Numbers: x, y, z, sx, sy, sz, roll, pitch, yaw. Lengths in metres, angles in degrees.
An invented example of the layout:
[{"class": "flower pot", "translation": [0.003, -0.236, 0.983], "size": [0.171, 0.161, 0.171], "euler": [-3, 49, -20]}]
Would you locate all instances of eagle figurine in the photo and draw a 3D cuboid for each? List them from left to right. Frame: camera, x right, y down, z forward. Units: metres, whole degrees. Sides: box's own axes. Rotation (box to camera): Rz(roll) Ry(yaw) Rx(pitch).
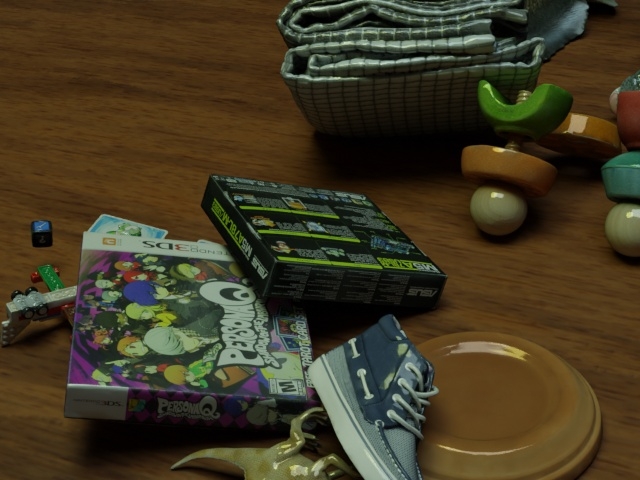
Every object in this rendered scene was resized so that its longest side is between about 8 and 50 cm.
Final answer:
[{"class": "eagle figurine", "translation": [0.292, -0.371, 1.623], "size": [0.298, 0.225, 0.226], "euler": [-41, -5, -3]}]

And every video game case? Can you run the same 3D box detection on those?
[{"class": "video game case", "translation": [-0.116, 0.077, 1.006], "size": [0.210, 0.041, 0.232], "euler": [6, 32, -11]}]

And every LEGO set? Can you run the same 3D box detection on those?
[{"class": "LEGO set", "translation": [-0.198, 0.050, 1.118], "size": [0.244, 0.060, 0.182], "euler": [15, 35, 8]}]

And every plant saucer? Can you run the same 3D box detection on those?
[{"class": "plant saucer", "translation": [0.133, 0.136, 0.933], "size": [0.200, 0.037, 0.200], "euler": [-3, 33, 2]}]

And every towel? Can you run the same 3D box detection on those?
[{"class": "towel", "translation": [0.106, -0.209, 1.288], "size": [0.284, 0.121, 0.235], "euler": [-4, -11, 6]}]

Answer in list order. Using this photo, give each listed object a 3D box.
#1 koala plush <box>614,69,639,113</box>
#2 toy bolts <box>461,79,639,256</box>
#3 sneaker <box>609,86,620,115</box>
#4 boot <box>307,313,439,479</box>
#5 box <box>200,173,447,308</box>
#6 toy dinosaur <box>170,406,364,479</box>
[{"class": "koala plush", "translation": [0.440, -0.174, 1.194], "size": [0.221, 0.196, 0.203], "euler": [28, 41, 11]}, {"class": "toy bolts", "translation": [0.282, -0.063, 1.188], "size": [0.228, 0.158, 0.218], "euler": [8, -7, 37]}, {"class": "sneaker", "translation": [0.405, -0.150, 1.338], "size": [0.134, 0.051, 0.070], "euler": [17, 33, 23]}, {"class": "boot", "translation": [0.056, 0.129, 0.858], "size": [0.086, 0.069, 0.190], "euler": [-37, 37, 3]}, {"class": "box", "translation": [0.000, 0.000, 1.097], "size": [0.191, 0.045, 0.184], "euler": [6, 27, -30]}, {"class": "toy dinosaur", "translation": [-0.030, 0.174, 0.878], "size": [0.183, 0.053, 0.092], "euler": [19, 40, 32]}]
